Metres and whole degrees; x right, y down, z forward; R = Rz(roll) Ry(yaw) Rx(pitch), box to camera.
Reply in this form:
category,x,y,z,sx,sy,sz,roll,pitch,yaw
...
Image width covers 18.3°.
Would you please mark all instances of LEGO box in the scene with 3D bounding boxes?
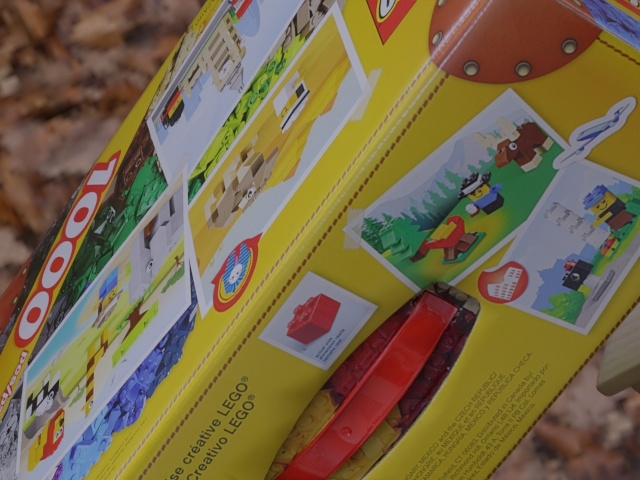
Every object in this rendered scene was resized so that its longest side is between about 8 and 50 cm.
category,x,y,z,sx,sy,sz,roll,pitch,yaw
LEGO box,0.000,0.000,1.226,0.500,0.193,0.372,-53,24,21

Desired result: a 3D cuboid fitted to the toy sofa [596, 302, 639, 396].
category,x,y,z,sx,sy,sz,roll,pitch,yaw
toy sofa,0.395,0.124,1.525,0.150,0.362,0.177,-35,24,43
